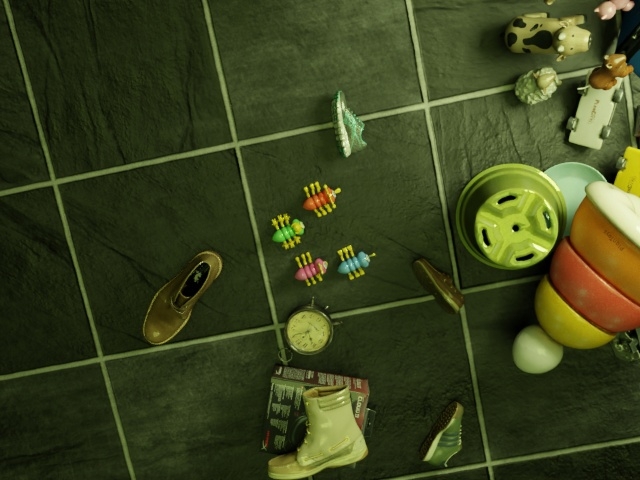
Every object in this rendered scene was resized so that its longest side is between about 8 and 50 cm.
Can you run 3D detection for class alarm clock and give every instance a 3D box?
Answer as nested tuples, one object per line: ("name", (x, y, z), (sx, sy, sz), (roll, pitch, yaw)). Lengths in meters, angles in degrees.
("alarm clock", (-0.043, 0.250, 1.769), (0.129, 0.064, 0.192), (42, 96, -5))

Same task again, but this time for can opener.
("can opener", (0.772, 0.184, 1.735), (0.095, 0.076, 0.284), (-28, 98, -26))

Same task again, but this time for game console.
("game console", (0.794, -0.483, 1.463), (0.173, 0.293, 0.250), (18, 79, 4))

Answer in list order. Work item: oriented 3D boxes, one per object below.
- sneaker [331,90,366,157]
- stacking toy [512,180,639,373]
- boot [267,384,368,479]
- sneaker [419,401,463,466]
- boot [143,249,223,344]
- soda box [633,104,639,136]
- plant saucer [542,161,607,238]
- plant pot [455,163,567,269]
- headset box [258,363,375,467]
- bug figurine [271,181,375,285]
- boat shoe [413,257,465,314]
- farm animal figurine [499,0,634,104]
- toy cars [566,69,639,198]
("sneaker", (0.074, -0.298, 1.681), (0.076, 0.065, 0.167), (-13, 103, -12))
("stacking toy", (0.622, 0.130, 1.560), (0.350, 0.351, 0.480), (37, 114, -4))
("boot", (-0.029, 0.484, 1.679), (0.261, 0.095, 0.204), (-15, 100, 3))
("sneaker", (0.353, 0.535, 1.807), (0.086, 0.064, 0.192), (28, 100, -10))
("boot", (-0.377, 0.158, 1.742), (0.112, 0.115, 0.305), (37, 100, -6))
("soda box", (0.921, -0.280, 1.626), (0.263, 0.092, 0.084), (7, 97, 1))
("plant saucer", (0.633, -0.101, 1.682), (0.194, 0.037, 0.195), (2, 98, 18))
("plant pot", (0.459, -0.044, 1.580), (0.276, 0.254, 0.276), (2, 98, 13))
("headset box", (-0.002, 0.473, 1.782), (0.293, 0.110, 0.218), (9, 100, 1))
("bug figurine", (0.000, 0.000, 1.721), (0.216, 0.072, 0.279), (-28, 98, 7))
("boat shoe", (0.312, 0.112, 1.739), (0.060, 0.064, 0.178), (-44, 98, -22))
("farm animal figurine", (0.547, -0.486, 1.491), (0.172, 0.326, 0.330), (-20, 102, -36))
("toy cars", (0.733, -0.238, 1.641), (0.176, 0.087, 0.394), (-23, 98, 43))
